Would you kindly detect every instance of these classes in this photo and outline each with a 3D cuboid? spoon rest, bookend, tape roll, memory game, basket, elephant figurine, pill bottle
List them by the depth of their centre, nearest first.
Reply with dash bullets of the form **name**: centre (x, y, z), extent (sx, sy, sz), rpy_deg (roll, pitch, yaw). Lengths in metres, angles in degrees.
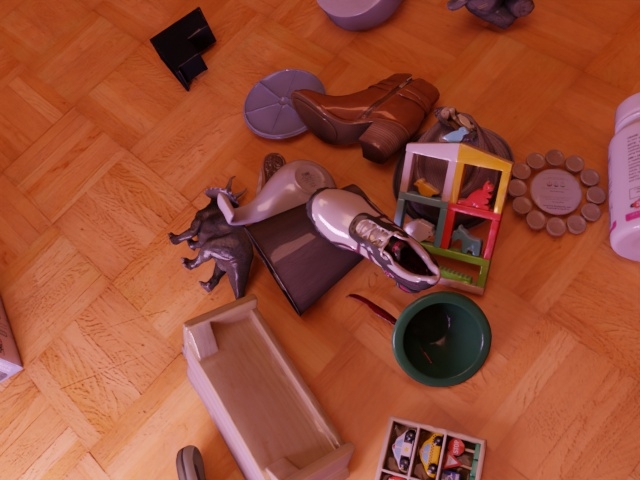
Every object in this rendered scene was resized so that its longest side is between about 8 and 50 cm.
- **pill bottle**: centre (0.598, -0.116, 1.123), extent (0.160, 0.160, 0.283), rpy_deg (3, 65, 16)
- **memory game**: centre (0.452, -0.093, 1.216), extent (0.186, 0.012, 0.186), rpy_deg (-1, 68, 2)
- **basket**: centre (0.000, 0.000, 1.230), extent (0.226, 0.154, 0.204), rpy_deg (-33, 82, -8)
- **spoon rest**: centre (-0.087, -0.091, 1.299), extent (0.276, 0.084, 0.137), rpy_deg (-19, 71, -33)
- **elephant figurine**: centre (0.408, -0.611, 1.451), extent (0.169, 0.186, 0.239), rpy_deg (-39, 35, 44)
- **tape roll**: centre (0.096, -0.624, 1.531), extent (0.219, 0.072, 0.219), rpy_deg (-6, 77, 25)
- **bookend**: centre (-0.323, -0.487, 1.608), extent (0.157, 0.072, 0.156), rpy_deg (-37, 61, -6)

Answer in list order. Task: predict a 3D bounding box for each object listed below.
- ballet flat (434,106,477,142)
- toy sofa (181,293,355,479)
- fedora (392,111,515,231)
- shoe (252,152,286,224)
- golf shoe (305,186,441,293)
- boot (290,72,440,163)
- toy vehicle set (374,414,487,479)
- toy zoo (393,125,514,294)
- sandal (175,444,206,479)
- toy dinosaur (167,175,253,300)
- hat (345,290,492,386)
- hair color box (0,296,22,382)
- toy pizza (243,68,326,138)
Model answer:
- **ballet flat**: centre (0.257, -0.231, 1.202), extent (0.041, 0.041, 0.114), rpy_deg (-36, 56, -5)
- **toy sofa**: centre (-0.104, 0.292, 1.127), extent (0.150, 0.177, 0.362), rpy_deg (-22, 57, -26)
- **fedora**: centre (0.260, -0.154, 1.253), extent (0.243, 0.124, 0.276), rpy_deg (16, 69, 21)
- **shoe**: centre (-0.105, -0.080, 1.357), extent (0.076, 0.058, 0.219), rpy_deg (9, 68, -9)
- **golf shoe**: centre (0.101, -0.010, 1.118), extent (0.272, 0.120, 0.105), rpy_deg (34, 82, -5)
- **boot**: centre (0.097, -0.305, 1.379), extent (0.283, 0.109, 0.220), rpy_deg (29, 66, 27)
- **toy vehicle set**: centre (0.164, 0.437, 1.026), extent (0.165, 0.035, 0.267), rpy_deg (9, 66, 18)
- **toy zoo**: centre (0.235, -0.062, 1.159), extent (0.192, 0.030, 0.293), rpy_deg (16, 111, 21)
- **sandal**: centre (-0.166, 0.477, 1.053), extent (0.086, 0.120, 0.303), rpy_deg (-18, 59, -11)
- **toy dinosaur**: centre (-0.205, 0.003, 1.300), extent (0.160, 0.121, 0.314), rpy_deg (-34, 55, 11)
- **hat**: centre (0.191, 0.145, 1.174), extent (0.173, 0.183, 0.208), rpy_deg (-43, 104, 4)
- **hair color box**: centre (-0.782, 0.125, 1.350), extent (0.113, 0.185, 0.374), rpy_deg (-33, 60, -4)
- **toy pizza**: centre (-0.082, -0.315, 1.479), extent (0.201, 0.032, 0.201), rpy_deg (-6, 62, 11)
